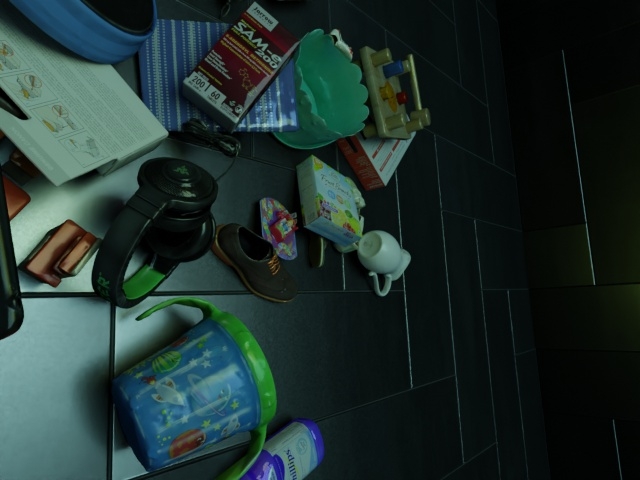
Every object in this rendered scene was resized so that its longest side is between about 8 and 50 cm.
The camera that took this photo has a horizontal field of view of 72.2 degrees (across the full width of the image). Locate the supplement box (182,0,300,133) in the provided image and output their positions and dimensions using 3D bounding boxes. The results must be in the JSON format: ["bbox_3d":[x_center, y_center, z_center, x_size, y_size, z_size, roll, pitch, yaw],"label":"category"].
[{"bbox_3d":[-0.163,-0.361,0.917,0.130,0.073,0.240,37,74,-12],"label":"supplement box"}]

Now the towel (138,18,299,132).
[{"bbox_3d":[-0.214,-0.354,0.958,0.335,0.040,0.244,-4,86,-19],"label":"towel"}]

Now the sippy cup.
[{"bbox_3d":[-0.235,0.275,0.787,0.224,0.305,0.240,-20,141,-38],"label":"sippy cup"}]

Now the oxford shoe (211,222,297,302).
[{"bbox_3d":[-0.133,0.061,1.017,0.271,0.098,0.097,43,53,-34],"label":"oxford shoe"}]

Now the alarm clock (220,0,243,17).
[{"bbox_3d":[-0.201,-0.632,1.070,0.064,0.129,0.192,22,95,-47],"label":"alarm clock"}]

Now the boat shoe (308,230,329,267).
[{"bbox_3d":[0.000,0.000,1.208,0.049,0.056,0.152,8,76,-42],"label":"boat shoe"}]

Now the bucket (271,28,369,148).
[{"bbox_3d":[-0.023,-0.383,1.165,0.281,0.183,0.282,12,73,-45],"label":"bucket"}]

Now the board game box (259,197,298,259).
[{"bbox_3d":[-0.092,-0.037,1.090,0.133,0.033,0.169,31,42,-49],"label":"board game box"}]

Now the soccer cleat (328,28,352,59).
[{"bbox_3d":[0.051,-0.493,1.112,0.035,0.029,0.083,-46,112,-32],"label":"soccer cleat"}]

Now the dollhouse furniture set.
[{"bbox_3d":[-0.468,-0.047,0.640,0.259,0.135,0.262,47,51,-31],"label":"dollhouse furniture set"}]

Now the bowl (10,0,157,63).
[{"bbox_3d":[-0.413,-0.490,0.705,0.391,0.077,0.392,-20,90,-76],"label":"bowl"}]

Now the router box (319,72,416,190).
[{"bbox_3d":[0.172,-0.385,1.455,0.301,0.082,0.335,55,47,-25],"label":"router box"}]

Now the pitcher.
[{"bbox_3d":[0.189,0.073,1.369,0.207,0.125,0.178,35,73,-51],"label":"pitcher"}]

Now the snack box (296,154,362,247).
[{"bbox_3d":[0.023,-0.107,1.203,0.174,0.070,0.207,25,44,-43],"label":"snack box"}]

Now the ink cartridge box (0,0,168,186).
[{"bbox_3d":[-0.430,-0.233,0.691,0.296,0.066,0.261,51,35,-12],"label":"ink cartridge box"}]

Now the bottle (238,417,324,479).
[{"bbox_3d":[-0.111,0.503,0.957,0.282,0.092,0.118,-16,95,-48],"label":"bottle"}]

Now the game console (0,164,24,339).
[{"bbox_3d":[-0.547,-0.044,0.478,0.341,0.060,0.387,-11,85,-17],"label":"game console"}]

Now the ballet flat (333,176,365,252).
[{"bbox_3d":[0.097,-0.082,1.313,0.086,0.086,0.249,24,65,-43],"label":"ballet flat"}]

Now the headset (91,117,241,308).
[{"bbox_3d":[-0.280,-0.068,0.802,0.185,0.243,0.394,31,59,3],"label":"headset"}]

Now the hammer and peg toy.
[{"bbox_3d":[0.222,-0.443,1.357,0.361,0.127,0.266,-22,99,-60],"label":"hammer and peg toy"}]
